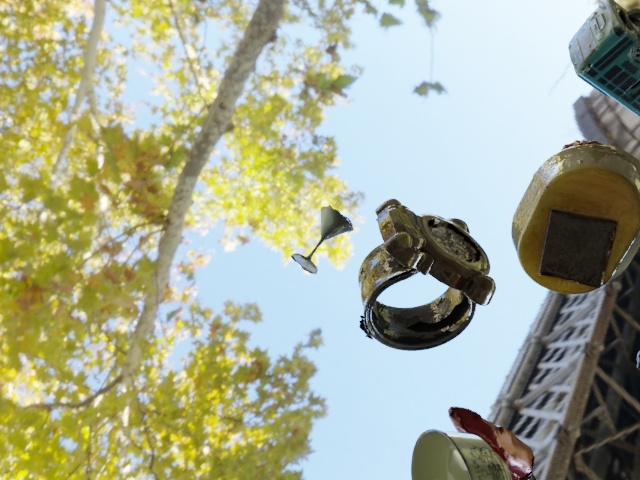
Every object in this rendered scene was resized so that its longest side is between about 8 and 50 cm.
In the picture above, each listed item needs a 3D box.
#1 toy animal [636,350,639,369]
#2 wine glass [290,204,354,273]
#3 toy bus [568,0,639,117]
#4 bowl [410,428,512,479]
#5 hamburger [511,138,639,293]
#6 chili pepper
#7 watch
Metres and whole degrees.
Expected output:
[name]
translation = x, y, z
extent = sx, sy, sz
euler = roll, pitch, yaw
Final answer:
[toy animal]
translation = 0.915, 0.281, 1.736
extent = 0.270, 0.137, 0.082
euler = -4, -132, -10
[wine glass]
translation = 0.000, 0.000, 2.024
extent = 0.122, 0.122, 0.183
euler = 38, -111, 1
[toy bus]
translation = 0.603, -0.335, 1.326
extent = 0.256, 0.147, 0.128
euler = 26, -137, -19
[bowl]
translation = 0.278, 0.469, 1.313
extent = 0.126, 0.237, 0.237
euler = -3, -130, -22
[hamburger]
translation = 0.482, -0.039, 1.279
extent = 0.227, 0.295, 0.151
euler = 27, -146, 13
[chili pepper]
translation = 0.424, 0.499, 1.664
extent = 0.387, 0.110, 0.110
euler = 41, -149, -32
[watch]
translation = 0.229, 0.106, 1.756
extent = 0.335, 0.327, 0.314
euler = 22, -149, -21
